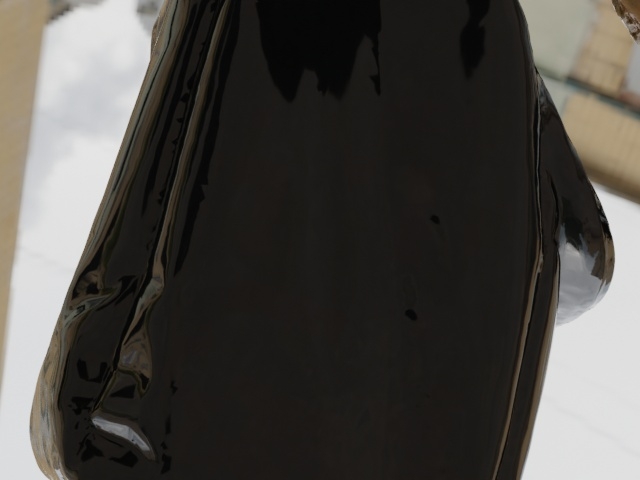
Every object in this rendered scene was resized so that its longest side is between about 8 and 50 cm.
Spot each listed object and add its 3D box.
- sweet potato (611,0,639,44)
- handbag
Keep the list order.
[{"bbox_3d":[0.244,-0.105,0.961,0.354,0.095,0.106,51,-143,7],"label":"sweet potato"},{"bbox_3d":[0.003,0.002,0.641,0.178,0.302,0.275,18,-100,-8],"label":"handbag"}]
